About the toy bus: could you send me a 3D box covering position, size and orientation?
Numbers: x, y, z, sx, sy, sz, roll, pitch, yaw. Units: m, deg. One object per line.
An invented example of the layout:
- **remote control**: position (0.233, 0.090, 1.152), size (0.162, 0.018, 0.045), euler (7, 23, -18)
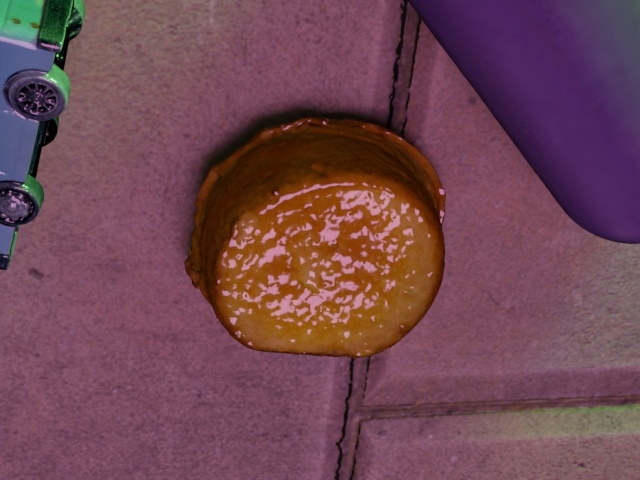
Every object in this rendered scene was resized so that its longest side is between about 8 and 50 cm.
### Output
- **toy bus**: position (-0.302, -0.116, 1.461), size (0.165, 0.133, 0.271), euler (13, 133, -10)

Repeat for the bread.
- **bread**: position (0.000, 0.000, 1.661), size (0.268, 0.145, 0.268), euler (-6, 121, -10)

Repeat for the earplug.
- **earplug**: position (0.236, -0.171, 1.571), size (0.215, 0.215, 0.456), euler (-32, 128, 9)
